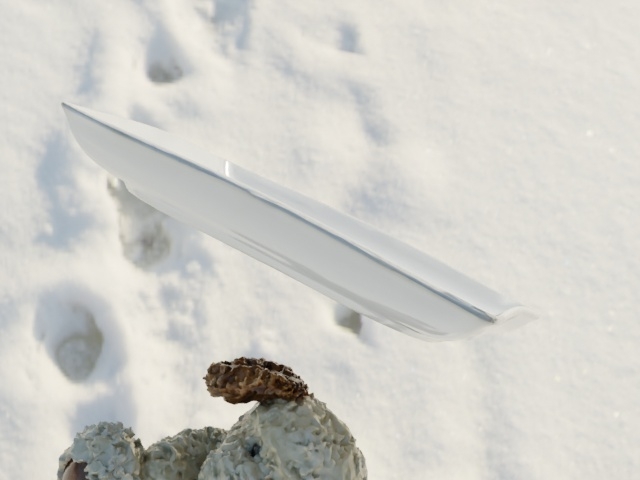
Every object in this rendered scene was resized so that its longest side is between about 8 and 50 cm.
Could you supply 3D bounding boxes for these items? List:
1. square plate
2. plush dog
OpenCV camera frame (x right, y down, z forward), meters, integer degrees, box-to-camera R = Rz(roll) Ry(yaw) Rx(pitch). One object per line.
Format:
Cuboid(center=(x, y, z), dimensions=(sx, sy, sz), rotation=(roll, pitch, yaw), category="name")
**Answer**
Cuboid(center=(0.000, 0.000, 0.957), dimensions=(0.344, 0.347, 0.049), rotation=(26, 94, 15), category="square plate")
Cuboid(center=(-0.053, 0.224, 0.988), dimensions=(0.210, 0.225, 0.262), rotation=(-3, 58, -58), category="plush dog")
